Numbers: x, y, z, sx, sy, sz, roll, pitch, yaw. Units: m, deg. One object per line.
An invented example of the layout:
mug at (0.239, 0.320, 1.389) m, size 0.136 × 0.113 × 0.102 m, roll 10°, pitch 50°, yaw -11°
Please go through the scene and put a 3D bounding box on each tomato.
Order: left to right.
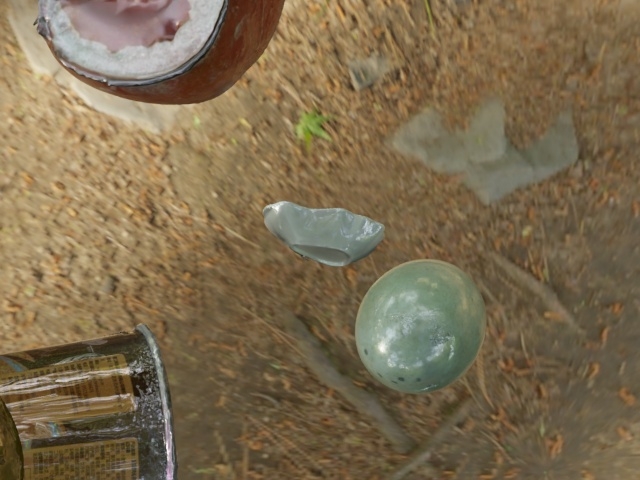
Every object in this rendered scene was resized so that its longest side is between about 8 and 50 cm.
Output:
tomato at (-0.112, -0.206, 1.019) m, size 0.180 × 0.155 × 0.214 m, roll 23°, pitch 88°, yaw 24°

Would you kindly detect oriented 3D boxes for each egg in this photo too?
egg at (0.134, 0.113, 1.674) m, size 0.169 × 0.236 × 0.169 m, roll 8°, pitch 113°, yaw 18°

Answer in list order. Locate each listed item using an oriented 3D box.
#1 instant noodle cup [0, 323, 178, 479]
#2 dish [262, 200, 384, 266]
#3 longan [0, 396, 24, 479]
instant noodle cup at (-0.253, 0.191, 1.166) m, size 0.207 × 0.217 × 0.217 m, roll -3°, pitch 78°, yaw -20°
dish at (0.000, 0.000, 1.366) m, size 0.137 × 0.091 × 0.039 m, roll 16°, pitch 59°, yaw -17°
longan at (-0.277, 0.145, 0.878) m, size 0.176 × 0.154 × 0.145 m, roll -13°, pitch 69°, yaw 40°
